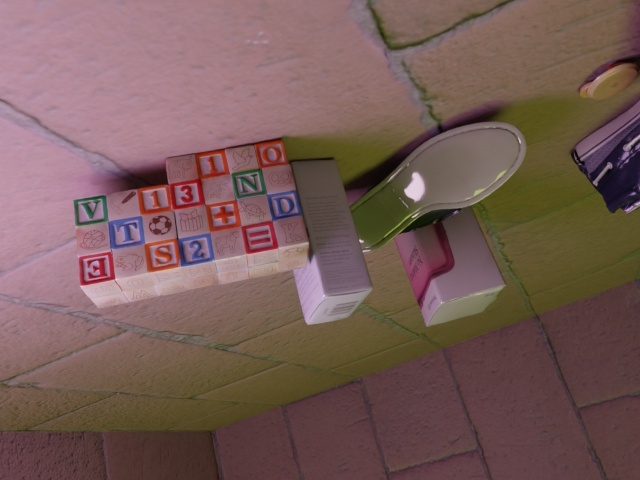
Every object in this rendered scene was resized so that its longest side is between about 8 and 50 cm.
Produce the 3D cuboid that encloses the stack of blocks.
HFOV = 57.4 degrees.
[{"bbox_3d":[-0.179,-0.026,0.820,0.297,0.171,0.087,-11,156,-9],"label":"stack of blocks"}]

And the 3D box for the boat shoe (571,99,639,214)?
[{"bbox_3d":[0.609,-0.179,1.000,0.127,0.158,0.340,-2,152,-30],"label":"boat shoe"}]

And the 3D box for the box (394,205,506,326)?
[{"bbox_3d":[0.231,0.024,1.110,0.127,0.232,0.148,-14,156,-7],"label":"box"}]

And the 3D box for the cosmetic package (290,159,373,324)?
[{"bbox_3d":[0.000,0.000,0.913,0.086,0.231,0.117,-7,154,-21],"label":"cosmetic package"}]

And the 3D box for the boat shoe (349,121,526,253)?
[{"bbox_3d":[0.187,-0.091,0.992,0.340,0.127,0.113,-37,179,25],"label":"boat shoe"}]

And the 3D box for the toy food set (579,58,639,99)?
[{"bbox_3d":[0.457,-0.251,0.917,0.083,0.020,0.083,-8,154,-18],"label":"toy food set"}]
